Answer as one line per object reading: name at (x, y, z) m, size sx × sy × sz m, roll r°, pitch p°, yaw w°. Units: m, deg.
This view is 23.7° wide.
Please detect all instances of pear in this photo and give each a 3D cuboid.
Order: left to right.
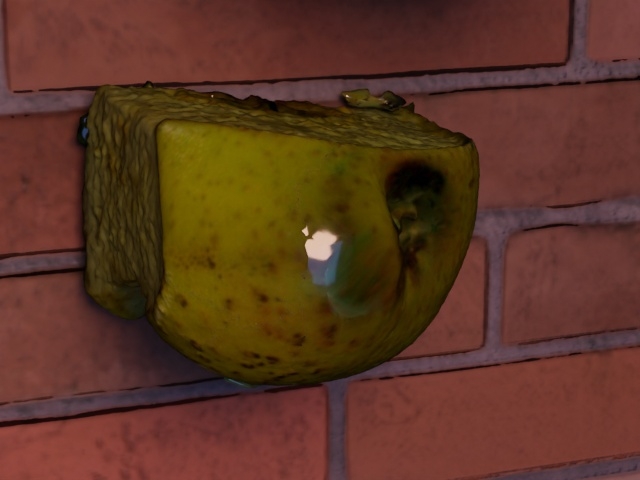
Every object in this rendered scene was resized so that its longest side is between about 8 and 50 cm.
pear at (0.000, 0.000, 0.895) m, size 0.238 × 0.255 × 0.164 m, roll 1°, pitch 101°, yaw -25°
